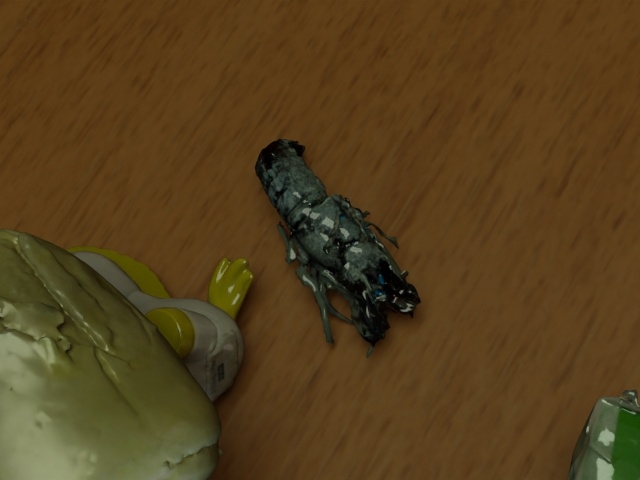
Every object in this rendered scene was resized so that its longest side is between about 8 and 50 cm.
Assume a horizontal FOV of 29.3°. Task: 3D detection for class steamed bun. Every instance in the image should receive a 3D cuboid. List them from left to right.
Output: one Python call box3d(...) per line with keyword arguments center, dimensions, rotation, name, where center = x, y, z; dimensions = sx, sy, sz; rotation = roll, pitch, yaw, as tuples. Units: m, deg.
box3d(center=(-0.207, 0.138, 0.719), dimensions=(0.232, 0.166, 0.273), rotation=(46, 117, 8), name="steamed bun")

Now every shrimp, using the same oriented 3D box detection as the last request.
box3d(center=(-0.003, -0.002, 0.843), dimensions=(0.082, 0.076, 0.174), rotation=(-43, 65, 15), name="shrimp")

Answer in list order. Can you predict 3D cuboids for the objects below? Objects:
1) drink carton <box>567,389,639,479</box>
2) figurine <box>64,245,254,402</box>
box3d(center=(0.263, 0.205, 0.689), dimensions=(0.271, 0.108, 0.161), rotation=(16, 71, 15), name="drink carton")
box3d(center=(-0.137, 0.058, 0.838), dimensions=(0.178, 0.109, 0.130), rotation=(10, 48, 17), name="figurine")
